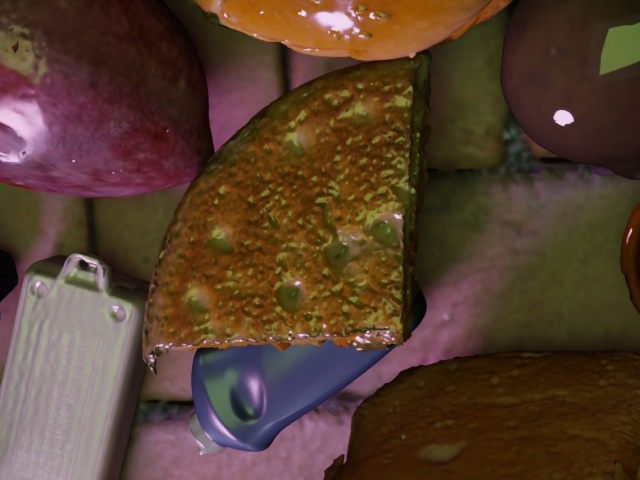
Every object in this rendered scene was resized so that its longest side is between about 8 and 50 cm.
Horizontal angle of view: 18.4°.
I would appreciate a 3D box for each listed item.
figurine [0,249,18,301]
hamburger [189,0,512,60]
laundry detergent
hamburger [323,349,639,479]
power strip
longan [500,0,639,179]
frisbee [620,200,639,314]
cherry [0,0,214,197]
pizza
[{"bbox_3d":[-0.371,0.064,1.456,0.308,0.143,0.308,1,95,11],"label":"figurine"},{"bbox_3d":[0.023,-0.269,1.305,0.290,0.170,0.314,26,103,21],"label":"hamburger"},{"bbox_3d":[-0.023,0.082,1.426,0.206,0.061,0.096,-43,92,16],"label":"laundry detergent"},{"bbox_3d":[0.138,0.186,1.283,0.284,0.304,0.174,2,109,22],"label":"hamburger"},{"bbox_3d":[-0.202,0.168,1.481,0.098,0.058,0.338,16,101,10],"label":"power strip"},{"bbox_3d":[0.209,-0.130,1.288,0.189,0.189,0.189,2,99,13],"label":"longan"},{"bbox_3d":[0.294,-0.004,1.323,0.192,0.035,0.192,-2,127,-2],"label":"frisbee"},{"bbox_3d":[-0.179,-0.113,1.376,0.250,0.175,0.192,30,129,-12],"label":"cherry"},{"bbox_3d":[0.000,0.000,1.352,0.197,0.058,0.292,42,96,20],"label":"pizza"}]
